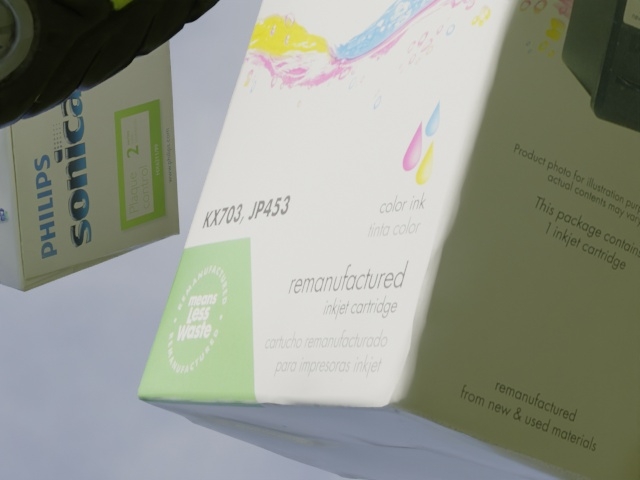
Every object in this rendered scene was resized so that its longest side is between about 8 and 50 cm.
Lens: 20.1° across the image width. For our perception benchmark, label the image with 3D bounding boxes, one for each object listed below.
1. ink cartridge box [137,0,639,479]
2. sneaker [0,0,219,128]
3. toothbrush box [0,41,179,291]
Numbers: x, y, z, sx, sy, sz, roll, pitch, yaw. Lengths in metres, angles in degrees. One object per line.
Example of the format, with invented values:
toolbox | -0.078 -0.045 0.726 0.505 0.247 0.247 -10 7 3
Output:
ink cartridge box | 0.064 -0.083 0.739 0.119 0.207 0.353 24 -106 -28
sneaker | -0.182 -0.095 0.543 0.384 0.147 0.145 -23 -51 0
toothbrush box | -0.221 -0.111 1.020 0.122 0.283 0.206 -21 -63 -43
